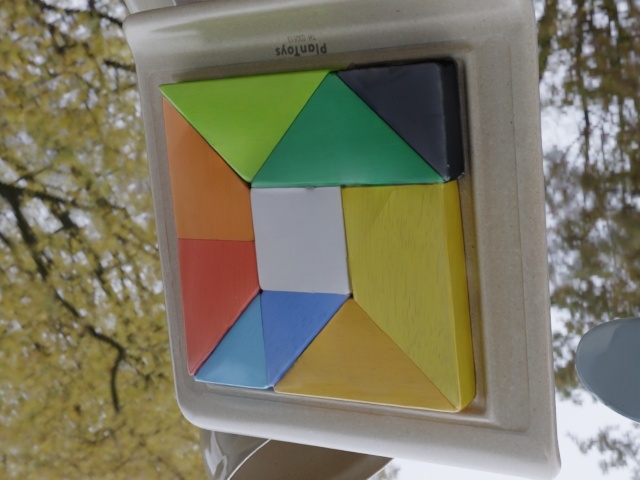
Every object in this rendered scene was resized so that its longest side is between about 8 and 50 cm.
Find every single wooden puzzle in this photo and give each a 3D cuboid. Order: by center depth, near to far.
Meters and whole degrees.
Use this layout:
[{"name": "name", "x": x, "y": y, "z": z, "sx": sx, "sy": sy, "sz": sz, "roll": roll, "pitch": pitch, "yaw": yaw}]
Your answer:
[{"name": "wooden puzzle", "x": 0.000, "y": 0.000, "z": 0.473, "sx": 0.221, "sy": 0.238, "sz": 0.044, "roll": 1, "pitch": -164, "yaw": 33}]

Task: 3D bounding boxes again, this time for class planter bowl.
[{"name": "planter bowl", "x": -0.021, "y": 0.116, "z": 0.712, "sx": 0.162, "sy": 0.162, "sz": 0.109, "roll": -27, "pitch": -124, "yaw": -7}]

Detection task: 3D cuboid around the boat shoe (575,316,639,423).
[{"name": "boat shoe", "x": 0.251, "y": 0.086, "z": 0.583, "sx": 0.183, "sy": 0.083, "sz": 0.065, "roll": 7, "pitch": -92, "yaw": 39}]

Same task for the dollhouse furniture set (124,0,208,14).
[{"name": "dollhouse furniture set", "x": 0.048, "y": -0.219, "z": 0.665, "sx": 0.356, "sy": 0.173, "sz": 0.303, "roll": -30, "pitch": -153, "yaw": -18}]
